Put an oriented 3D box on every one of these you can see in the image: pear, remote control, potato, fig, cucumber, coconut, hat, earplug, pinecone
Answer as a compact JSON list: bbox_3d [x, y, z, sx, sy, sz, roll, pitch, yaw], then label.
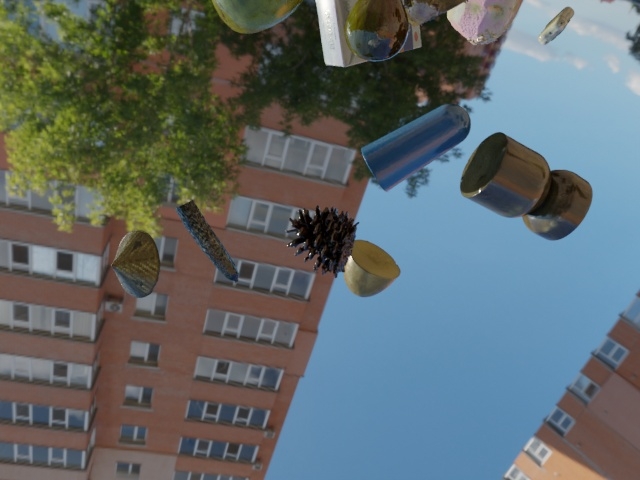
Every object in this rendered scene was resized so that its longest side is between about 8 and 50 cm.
[{"bbox_3d":[-0.154,-0.663,1.403,0.252,0.307,0.253,12,-110,-36],"label":"pear"},{"bbox_3d":[0.553,-0.502,1.314,0.032,0.074,0.122,45,-131,-2],"label":"remote control"},{"bbox_3d":[0.229,-0.523,1.215,0.089,0.101,0.172,-31,-162,-18],"label":"potato"},{"bbox_3d":[0.115,-0.457,1.048,0.124,0.236,0.124,7,-158,-3],"label":"fig"},{"bbox_3d":[-0.329,0.012,1.679,0.294,0.067,0.067,58,-152,-16],"label":"cucumber"},{"bbox_3d":[0.541,-0.781,1.812,0.233,0.245,0.233,3,-120,-5],"label":"coconut"},{"bbox_3d":[0.153,0.116,1.935,0.203,0.158,0.178,36,-147,13],"label":"potato"},{"bbox_3d":[-0.404,0.050,1.160,0.146,0.146,0.067,37,-159,28],"label":"hat"},{"bbox_3d":[0.253,-0.248,1.425,0.132,0.273,0.132,53,-163,-24],"label":"earplug"},{"bbox_3d":[-0.001,-0.008,1.309,0.165,0.163,0.163,23,-149,13],"label":"pinecone"}]

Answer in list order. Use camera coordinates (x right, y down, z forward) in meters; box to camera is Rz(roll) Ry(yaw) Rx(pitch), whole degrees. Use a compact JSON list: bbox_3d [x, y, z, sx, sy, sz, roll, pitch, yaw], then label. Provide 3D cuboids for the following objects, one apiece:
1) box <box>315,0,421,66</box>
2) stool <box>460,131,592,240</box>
[{"bbox_3d":[0.146,-0.638,1.638,0.299,0.200,0.106,-22,-153,-25],"label":"box"},{"bbox_3d":[0.504,-0.131,1.390,0.264,0.179,0.179,24,-151,-14],"label":"stool"}]
